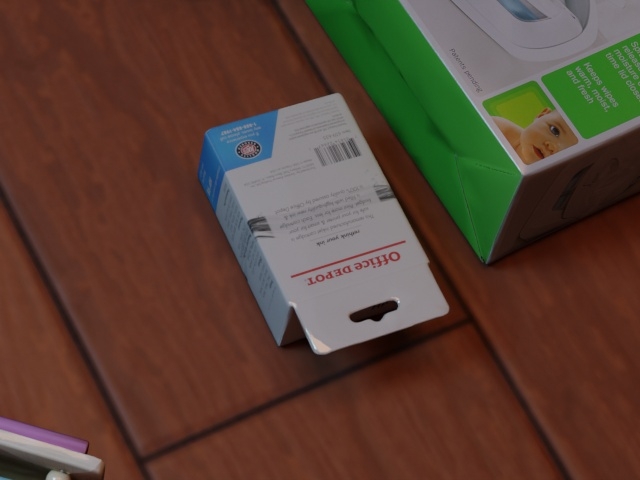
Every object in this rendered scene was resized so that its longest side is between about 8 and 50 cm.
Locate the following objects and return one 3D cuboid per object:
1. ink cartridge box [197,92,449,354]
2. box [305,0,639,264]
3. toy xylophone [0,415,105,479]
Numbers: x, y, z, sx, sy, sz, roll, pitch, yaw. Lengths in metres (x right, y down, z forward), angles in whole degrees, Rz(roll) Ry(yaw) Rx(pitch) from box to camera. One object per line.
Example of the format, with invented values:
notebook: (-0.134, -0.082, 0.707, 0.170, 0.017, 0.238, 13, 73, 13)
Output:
ink cartridge box: (0.000, 0.000, 1.308, 0.104, 0.060, 0.180, -17, 65, -20)
box: (0.152, -0.152, 1.391, 0.231, 0.127, 0.262, -24, 67, -20)
toy xylophone: (-0.240, 0.244, 1.063, 0.236, 0.081, 0.323, 8, 84, -3)
